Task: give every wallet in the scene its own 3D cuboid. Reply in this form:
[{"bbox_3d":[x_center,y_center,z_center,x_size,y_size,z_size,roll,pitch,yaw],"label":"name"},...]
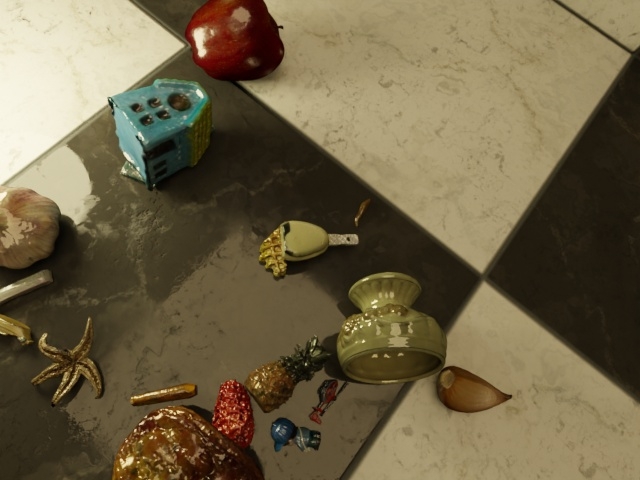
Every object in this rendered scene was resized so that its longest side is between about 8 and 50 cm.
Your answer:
[{"bbox_3d":[-0.565,-0.228,1.413,0.129,0.026,0.088,23,68,0],"label":"wallet"}]

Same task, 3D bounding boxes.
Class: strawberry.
[{"bbox_3d":[-0.242,0.473,1.183,0.121,0.082,0.188,-8,75,-8],"label":"strawberry"}]

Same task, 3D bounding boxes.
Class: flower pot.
[{"bbox_3d":[0.186,0.241,1.227,0.307,0.308,0.244,3,54,-7],"label":"flower pot"}]

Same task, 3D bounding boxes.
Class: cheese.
[{"bbox_3d":[0.000,0.000,1.358,0.251,0.054,0.127,0,70,-18],"label":"cheese"}]

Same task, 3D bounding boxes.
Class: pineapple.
[{"bbox_3d":[-0.085,0.365,1.228,0.248,0.128,0.128,-32,78,-23],"label":"pineapple"}]

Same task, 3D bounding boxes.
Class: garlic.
[{"bbox_3d":[-0.867,-0.047,1.190,0.244,0.253,0.245,1,77,-2],"label":"garlic"},{"bbox_3d":[0.426,0.431,1.283,0.206,0.128,0.115,15,25,-6],"label":"garlic"}]

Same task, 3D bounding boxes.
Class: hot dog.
[{"bbox_3d":[-0.311,0.587,1.063,0.387,0.174,0.267,41,72,0],"label":"hot dog"}]

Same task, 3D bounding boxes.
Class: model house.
[{"bbox_3d":[-0.461,-0.342,1.349,0.303,0.237,0.215,-37,80,-28],"label":"model house"}]

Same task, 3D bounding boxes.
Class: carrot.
[{"bbox_3d":[-0.427,0.421,1.196,0.170,0.042,0.042,-9,72,-8],"label":"carrot"}]

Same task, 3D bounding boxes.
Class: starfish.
[{"bbox_3d":[-0.665,0.327,1.186,0.213,0.057,0.238,30,73,-6],"label":"starfish"}]

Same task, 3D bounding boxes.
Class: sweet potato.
[{"bbox_3d":[0.137,-0.097,1.473,0.026,0.026,0.115,29,71,3],"label":"sweet potato"}]

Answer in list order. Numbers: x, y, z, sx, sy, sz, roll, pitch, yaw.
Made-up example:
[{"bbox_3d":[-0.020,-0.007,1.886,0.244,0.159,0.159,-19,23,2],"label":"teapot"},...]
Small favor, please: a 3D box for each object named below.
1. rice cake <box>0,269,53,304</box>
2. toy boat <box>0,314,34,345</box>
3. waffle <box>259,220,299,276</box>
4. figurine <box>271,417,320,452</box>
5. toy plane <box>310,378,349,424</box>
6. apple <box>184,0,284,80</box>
[{"bbox_3d":[-0.860,0.142,1.233,0.206,0.036,0.047,-29,89,-17],"label":"rice cake"},{"bbox_3d":[-0.846,0.242,1.194,0.149,0.047,0.049,23,82,3],"label":"toy boat"},{"bbox_3d":[-0.097,0.023,1.381,0.149,0.051,0.194,41,69,9],"label":"waffle"},{"bbox_3d":[-0.066,0.528,1.192,0.136,0.080,0.077,5,28,-2],"label":"figurine"},{"bbox_3d":[0.017,0.449,1.253,0.060,0.037,0.145,40,65,-4],"label":"toy plane"},{"bbox_3d":[-0.280,-0.684,1.487,0.316,0.288,0.288,-14,72,5],"label":"apple"}]
